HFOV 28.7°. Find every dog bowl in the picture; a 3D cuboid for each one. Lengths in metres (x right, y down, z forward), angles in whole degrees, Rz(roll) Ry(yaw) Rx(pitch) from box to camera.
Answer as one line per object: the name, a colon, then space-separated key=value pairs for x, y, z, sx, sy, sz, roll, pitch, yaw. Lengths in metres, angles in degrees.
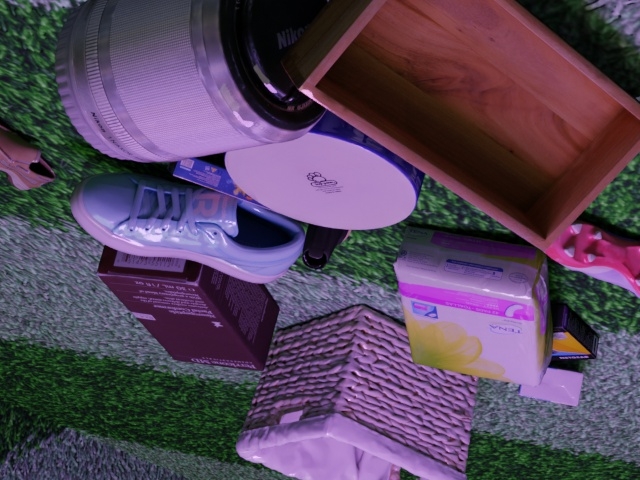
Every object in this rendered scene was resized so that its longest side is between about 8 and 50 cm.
dog bowl: x=0.011 y=-0.119 z=1.651 sx=0.265 sy=0.104 sz=0.265 roll=11 pitch=155 yaw=5

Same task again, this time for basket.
basket: x=0.074 y=0.319 z=2.356 sx=0.331 sy=0.266 sz=0.328 roll=27 pitch=152 yaw=-28

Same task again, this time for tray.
tray: x=0.175 y=-0.160 z=1.363 sx=0.411 sy=0.076 sz=0.203 roll=30 pitch=110 yaw=-35

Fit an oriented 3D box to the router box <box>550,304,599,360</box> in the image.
router box: x=0.364 y=0.160 z=2.128 sx=0.179 sy=0.046 sz=0.133 roll=-7 pitch=148 yaw=38

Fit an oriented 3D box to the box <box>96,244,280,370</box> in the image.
box: x=-0.223 y=0.091 z=2.187 sx=0.191 sy=0.143 sz=0.381 roll=5 pitch=156 yaw=19

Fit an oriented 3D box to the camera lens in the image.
camera lens: x=-0.134 y=-0.205 z=1.405 sx=0.274 sy=0.219 sz=0.219 roll=-6 pitch=149 yaw=38

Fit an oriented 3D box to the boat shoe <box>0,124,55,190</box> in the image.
boat shoe: x=-0.467 y=-0.137 z=1.930 sx=0.072 sy=0.068 sz=0.190 roll=-5 pitch=161 yaw=11

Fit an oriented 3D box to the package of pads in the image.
package of pads: x=0.250 y=0.108 z=1.966 sx=0.229 sy=0.101 sz=0.296 roll=10 pitch=147 yaw=18

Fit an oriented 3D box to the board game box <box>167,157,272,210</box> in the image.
board game box: x=-0.119 y=-0.082 z=1.814 sx=0.201 sy=0.035 sz=0.136 roll=20 pitch=-177 yaw=-12

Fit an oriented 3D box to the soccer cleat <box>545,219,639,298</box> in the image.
soccer cleat: x=0.425 y=0.031 z=1.801 sx=0.248 sy=0.083 sz=0.095 roll=21 pitch=176 yaw=-20

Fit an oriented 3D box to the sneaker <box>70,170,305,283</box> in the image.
sneaker: x=-0.190 y=-0.044 z=1.910 sx=0.366 sy=0.135 sz=0.150 roll=14 pitch=150 yaw=-22

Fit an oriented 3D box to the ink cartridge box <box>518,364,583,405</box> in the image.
ink cartridge box: x=0.412 y=0.255 z=2.247 sx=0.104 sy=0.060 sz=0.180 roll=10 pitch=177 yaw=9

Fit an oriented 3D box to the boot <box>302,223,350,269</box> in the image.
boot: x=0.000 y=0.000 z=1.871 sx=0.077 sy=0.137 sz=0.198 roll=10 pitch=156 yaw=9
